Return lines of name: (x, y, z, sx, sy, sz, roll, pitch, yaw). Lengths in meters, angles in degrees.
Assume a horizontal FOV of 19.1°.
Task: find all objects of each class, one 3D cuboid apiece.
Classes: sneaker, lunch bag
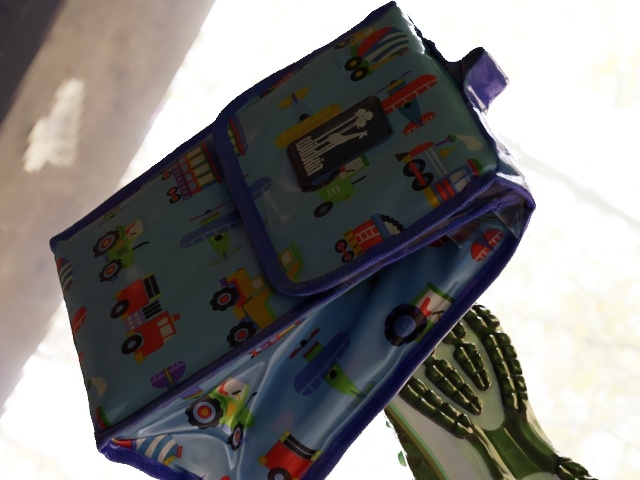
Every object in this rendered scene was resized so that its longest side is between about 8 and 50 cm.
sneaker: (0.115, 0.208, 1.705, 0.158, 0.410, 0.182, -9, -36, -34)
lunch bag: (0.000, 0.000, 1.118, 0.293, 0.221, 0.138, -42, -58, 11)
